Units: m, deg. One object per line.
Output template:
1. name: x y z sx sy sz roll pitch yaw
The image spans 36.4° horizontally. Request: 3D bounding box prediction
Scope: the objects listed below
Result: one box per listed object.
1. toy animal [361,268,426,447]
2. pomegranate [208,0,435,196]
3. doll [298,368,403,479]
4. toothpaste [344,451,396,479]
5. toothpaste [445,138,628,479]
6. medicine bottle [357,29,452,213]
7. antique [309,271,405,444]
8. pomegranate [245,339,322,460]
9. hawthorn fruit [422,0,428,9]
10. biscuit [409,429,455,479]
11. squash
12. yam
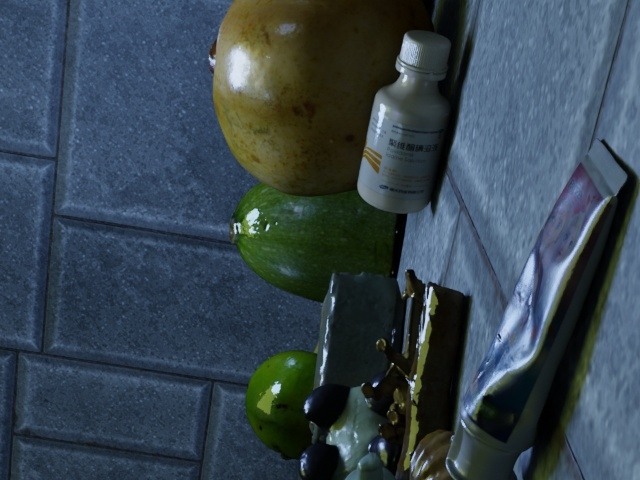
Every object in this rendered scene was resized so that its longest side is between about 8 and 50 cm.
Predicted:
1. toy animal: 0.106 0.145 1.184 0.149 0.054 0.275 69 -155 -16
2. pomegranate: -0.005 -0.266 1.596 0.416 0.416 0.417 -171 90 -88
3. doll: 0.058 0.276 1.244 0.234 0.143 0.135 -84 -26 -49
4. toothpaste: 0.058 0.369 1.116 0.099 0.061 0.392 -54 -28 -41
5. toothpaste: 0.156 0.060 0.696 0.096 0.061 0.266 -84 10 -68
6. medicine bottle: 0.127 -0.170 1.386 0.114 0.114 0.252 -85 6 -62
7. antique: 0.055 0.203 1.536 0.150 0.125 0.284 102 176 -58
8. pomegranate: -0.008 0.281 1.886 0.302 0.236 0.236 -60 -4 -17
9. hawthorn fruit: 0.078 -0.460 1.883 0.311 0.295 0.295 -46 6 4
10. biscuit: 0.108 0.257 0.898 0.118 0.061 0.183 107 172 -64
11. squash: -0.012 -0.025 1.832 0.310 0.308 0.311 -171 90 -89
12. yam: 0.118 0.165 1.060 0.057 0.056 0.241 122 157 -84
